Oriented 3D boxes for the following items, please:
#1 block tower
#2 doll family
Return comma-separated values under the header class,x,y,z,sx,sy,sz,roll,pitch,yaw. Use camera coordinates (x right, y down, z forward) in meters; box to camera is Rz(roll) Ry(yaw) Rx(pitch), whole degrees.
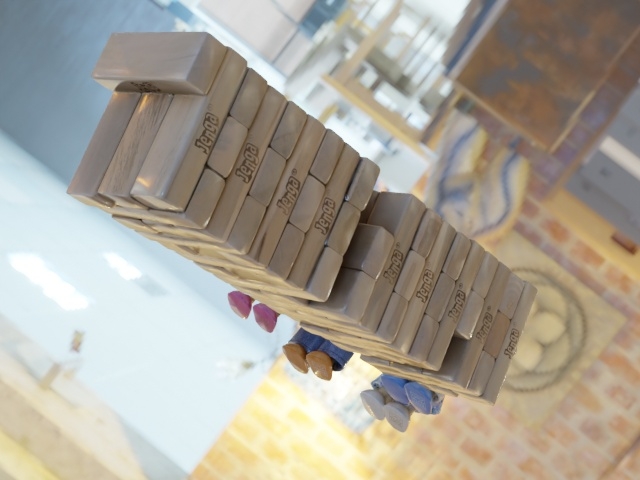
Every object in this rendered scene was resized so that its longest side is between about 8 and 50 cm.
class,x,y,z,sx,sy,sz,roll,pitch,yaw
block tower,0.000,0.000,0.722,0.091,0.097,0.335,8,160,45
doll family,0.059,0.059,1.003,0.263,0.163,0.118,26,149,32
